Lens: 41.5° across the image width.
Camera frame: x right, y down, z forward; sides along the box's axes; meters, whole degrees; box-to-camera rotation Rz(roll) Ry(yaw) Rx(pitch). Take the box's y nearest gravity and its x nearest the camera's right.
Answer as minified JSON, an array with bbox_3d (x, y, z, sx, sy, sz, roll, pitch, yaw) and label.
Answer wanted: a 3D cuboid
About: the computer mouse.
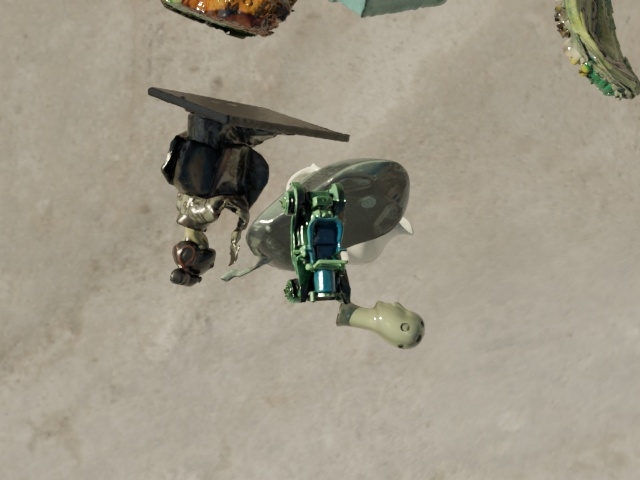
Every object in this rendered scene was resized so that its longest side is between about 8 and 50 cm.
[{"bbox_3d":[-0.020,-0.035,1.435,0.379,0.167,0.090,-29,41,18],"label":"computer mouse"}]

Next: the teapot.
[{"bbox_3d":[0.037,-0.057,1.759,0.166,0.208,0.299,-44,60,-3],"label":"teapot"}]

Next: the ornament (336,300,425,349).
[{"bbox_3d":[0.112,0.144,1.518,0.156,0.075,0.081,15,92,10],"label":"ornament"}]

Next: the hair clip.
[{"bbox_3d":[0.459,-0.366,1.463,0.091,0.138,0.321,-32,45,39],"label":"hair clip"}]

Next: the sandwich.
[{"bbox_3d":[-0.155,-0.497,1.679,0.301,0.250,0.162,20,100,49],"label":"sandwich"}]

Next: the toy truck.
[{"bbox_3d":[0.000,0.001,1.024,0.080,0.078,0.154,0,79,-18],"label":"toy truck"}]

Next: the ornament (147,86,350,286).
[{"bbox_3d":[-0.101,-0.044,0.878,0.166,0.153,0.196,27,106,47],"label":"ornament"}]

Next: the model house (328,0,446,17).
[{"bbox_3d":[0.121,-0.588,1.608,0.249,0.280,0.230,46,137,30],"label":"model house"}]
